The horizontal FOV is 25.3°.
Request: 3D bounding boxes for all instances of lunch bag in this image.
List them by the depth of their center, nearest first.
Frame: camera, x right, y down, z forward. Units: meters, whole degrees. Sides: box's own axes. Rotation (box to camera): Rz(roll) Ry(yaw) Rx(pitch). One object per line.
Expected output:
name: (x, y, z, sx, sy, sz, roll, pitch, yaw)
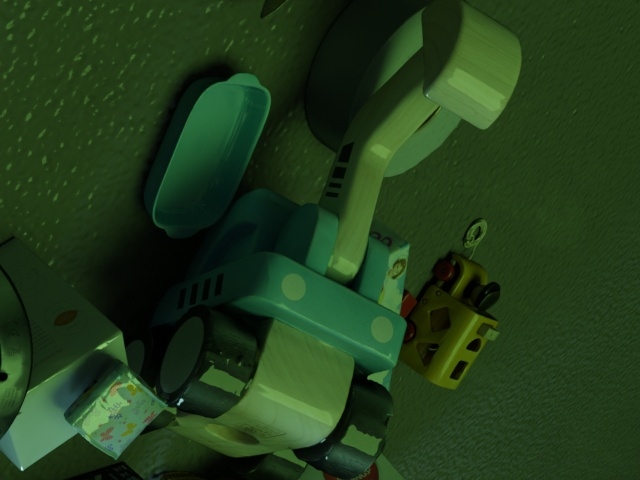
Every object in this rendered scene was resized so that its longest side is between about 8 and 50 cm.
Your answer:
lunch bag: (-0.183, 0.143, 1.247, 0.071, 0.053, 0.083, -47, 156, -6)

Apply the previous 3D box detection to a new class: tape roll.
tape roll: (0.086, -0.182, 1.583, 0.219, 0.072, 0.219, -32, 141, -30)

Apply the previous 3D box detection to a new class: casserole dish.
casserole dish: (-0.119, -0.091, 1.442, 0.114, 0.037, 0.188, -1, 120, -51)

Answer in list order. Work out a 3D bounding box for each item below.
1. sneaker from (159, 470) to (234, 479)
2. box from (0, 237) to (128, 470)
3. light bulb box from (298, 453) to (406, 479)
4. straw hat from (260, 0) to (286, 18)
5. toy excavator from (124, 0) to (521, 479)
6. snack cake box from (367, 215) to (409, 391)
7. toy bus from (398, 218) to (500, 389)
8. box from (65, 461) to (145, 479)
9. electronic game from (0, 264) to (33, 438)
sneaker: (-0.151, 0.340, 1.777, 0.185, 0.069, 0.084, 22, 97, -56)
box: (-0.275, 0.100, 1.299, 0.130, 0.170, 0.091, -33, 142, -27)
light bulb box: (-0.047, 0.485, 1.834, 0.358, 0.225, 0.361, -31, 156, -32)
straw hat: (-0.031, -0.283, 1.343, 0.061, 0.144, 0.144, 40, 86, -15)
toy excavator: (0.000, 0.000, 1.461, 0.222, 0.433, 0.445, 26, 65, -25)
snack cake box: (0.017, 0.111, 1.754, 0.152, 0.089, 0.264, -28, 140, -33)
toy bus: (0.193, 0.107, 1.958, 0.191, 0.104, 0.202, -33, 143, -29)
box: (-0.212, 0.370, 1.505, 0.242, 0.307, 0.076, -11, 125, -47)
electronic game: (-0.352, 0.091, 1.176, 0.229, 0.229, 0.048, -57, -176, 6)
